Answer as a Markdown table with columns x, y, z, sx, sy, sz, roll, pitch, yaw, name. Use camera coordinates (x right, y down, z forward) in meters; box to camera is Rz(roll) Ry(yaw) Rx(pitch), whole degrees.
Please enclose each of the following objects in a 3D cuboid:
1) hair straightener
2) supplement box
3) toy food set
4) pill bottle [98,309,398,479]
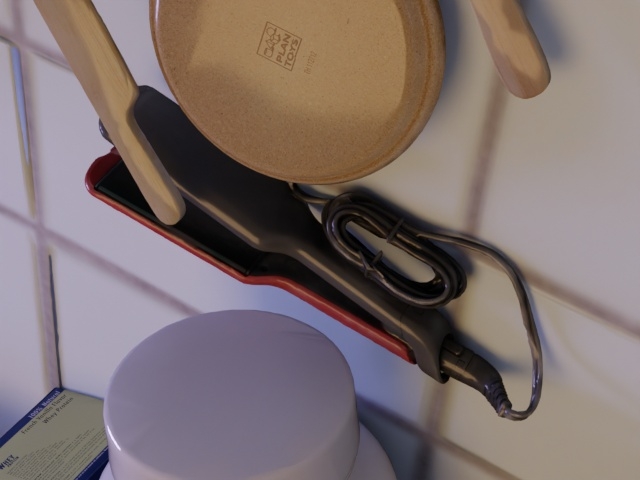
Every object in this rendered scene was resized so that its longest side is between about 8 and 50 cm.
| x | y | z | sx | sy | sz | roll | pitch | yaw | name |
| --- | --- | --- | --- | --- | --- | --- | --- | --- | --- |
| 0.000 | 0.000 | 0.546 | 0.230 | 0.047 | 0.089 | 35 | 139 | 12 | hair straightener |
| -0.149 | 0.142 | 0.762 | 0.083 | 0.083 | 0.056 | 9 | 128 | 34 | supplement box |
| -0.010 | -0.085 | 0.488 | 0.192 | 0.038 | 0.132 | -16 | 108 | 32 | toy food set |
| -0.033 | 0.171 | 0.638 | 0.152 | 0.152 | 0.272 | 19 | 133 | 27 | pill bottle |
